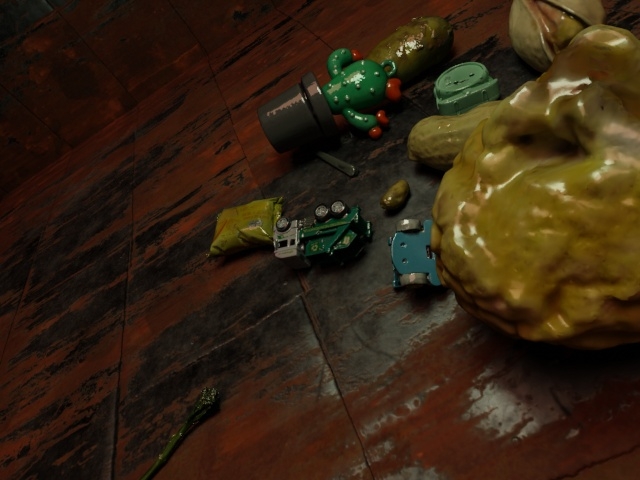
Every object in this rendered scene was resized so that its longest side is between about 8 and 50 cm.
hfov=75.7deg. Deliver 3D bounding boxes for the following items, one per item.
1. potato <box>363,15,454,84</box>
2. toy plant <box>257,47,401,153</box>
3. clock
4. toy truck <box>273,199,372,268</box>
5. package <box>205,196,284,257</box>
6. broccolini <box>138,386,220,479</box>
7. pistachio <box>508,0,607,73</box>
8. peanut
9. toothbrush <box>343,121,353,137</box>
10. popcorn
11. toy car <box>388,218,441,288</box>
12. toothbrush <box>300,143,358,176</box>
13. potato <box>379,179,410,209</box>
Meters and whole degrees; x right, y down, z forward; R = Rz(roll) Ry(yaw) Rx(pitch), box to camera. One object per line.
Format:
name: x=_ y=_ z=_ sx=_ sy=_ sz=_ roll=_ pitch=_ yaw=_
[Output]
potato: x=0.248 y=-0.552 z=1.221 sx=0.298 sy=0.141 sz=0.176 roll=-27 pitch=33 yaw=9
toy plant: x=0.028 y=-0.400 z=1.157 sx=0.401 sy=0.185 sz=0.279 roll=-23 pitch=52 yaw=10
clock: x=0.362 y=-0.397 z=1.059 sx=0.148 sy=0.060 sz=0.188 roll=-21 pitch=42 yaw=17
toy truck: x=0.000 y=0.000 z=0.905 sx=0.216 sy=0.110 sz=0.116 roll=-12 pitch=58 yaw=24
package: x=-0.196 y=-0.033 z=1.075 sx=0.227 sy=0.090 sz=0.168 roll=-16 pitch=47 yaw=19
broccolini: x=-0.275 y=0.374 z=0.792 sx=0.218 sy=0.042 sz=0.044 roll=-46 pitch=41 yaw=-9
pistachio: x=0.534 y=-0.507 z=0.950 sx=0.188 sy=0.187 sz=0.299 roll=-17 pitch=41 yaw=20
peanut: x=0.328 y=-0.213 z=0.859 sx=0.319 sy=0.147 sz=0.147 roll=12 pitch=60 yaw=44
toothbrush: x=0.082 y=-0.330 z=1.226 sx=0.008 sy=0.006 sz=0.097 roll=-37 pitch=39 yaw=18
popcorn: x=0.346 y=-0.044 z=0.560 sx=0.344 sy=0.354 sz=0.389 roll=31 pitch=108 yaw=12
toy car: x=0.205 y=0.028 z=0.767 sx=0.162 sy=0.098 sz=0.126 roll=-3 pitch=74 yaw=-4
toothbrush: x=0.014 y=-0.239 z=1.174 sx=0.297 sy=0.031 sz=0.030 roll=39 pitch=105 yaw=46
potato: x=0.170 y=-0.100 z=0.926 sx=0.092 sy=0.046 sz=0.045 roll=-49 pitch=6 yaw=-28
